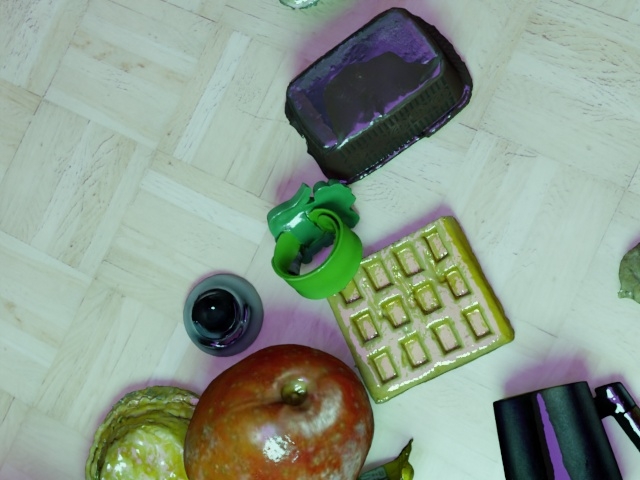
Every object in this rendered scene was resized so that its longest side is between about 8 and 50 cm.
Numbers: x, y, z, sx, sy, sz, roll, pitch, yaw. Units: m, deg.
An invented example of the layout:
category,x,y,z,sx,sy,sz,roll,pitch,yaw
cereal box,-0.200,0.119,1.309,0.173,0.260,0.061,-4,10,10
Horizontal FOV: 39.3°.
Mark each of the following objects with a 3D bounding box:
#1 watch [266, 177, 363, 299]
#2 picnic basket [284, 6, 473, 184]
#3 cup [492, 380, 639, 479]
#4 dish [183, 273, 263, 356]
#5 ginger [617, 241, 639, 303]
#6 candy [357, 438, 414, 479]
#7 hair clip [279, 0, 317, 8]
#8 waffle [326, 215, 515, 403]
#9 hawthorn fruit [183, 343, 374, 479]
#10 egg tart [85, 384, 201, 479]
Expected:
category,x,y,z,sx,sy,sz,roll,pitch,yaw
watch,0.000,0.000,1.397,0.165,0.131,0.152,-35,42,9
picnic basket,0.081,-0.247,1.437,0.297,0.129,0.222,-35,75,6
cup,0.367,0.303,1.310,0.166,0.240,0.176,-33,65,50
dish,-0.171,0.121,1.473,0.141,0.078,0.141,-2,83,13
ginger,0.543,0.057,1.311,0.204,0.080,0.104,9,79,16
candy,0.047,0.431,1.329,0.081,0.187,0.297,37,95,0
hair clip,-0.058,-0.513,1.529,0.138,0.091,0.321,-28,67,8
waffle,0.148,0.109,1.410,0.248,0.055,0.221,-28,77,8
hawthorn fruit,-0.058,0.282,1.322,0.285,0.284,0.284,-2,82,13
egg tart,-0.255,0.378,1.436,0.294,0.123,0.293,-1,84,12
